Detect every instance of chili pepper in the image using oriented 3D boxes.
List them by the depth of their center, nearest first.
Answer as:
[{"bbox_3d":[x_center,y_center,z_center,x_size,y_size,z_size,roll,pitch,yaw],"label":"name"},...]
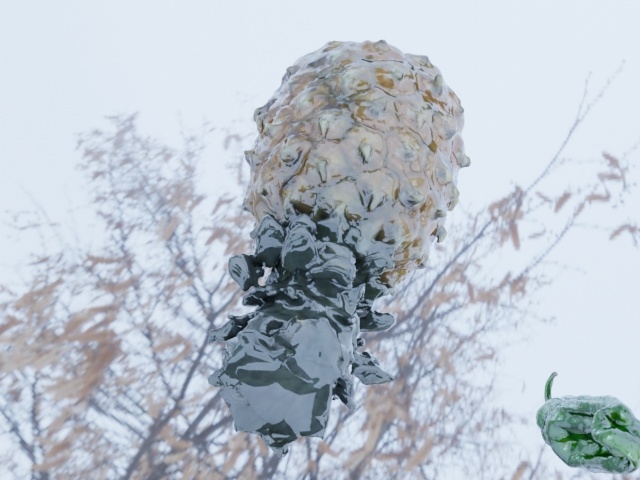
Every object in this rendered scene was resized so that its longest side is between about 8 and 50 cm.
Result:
[{"bbox_3d":[0.289,0.201,1.162,0.074,0.257,0.100,-36,-90,-11],"label":"chili pepper"}]

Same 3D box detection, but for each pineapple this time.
[{"bbox_3d":[0.000,0.000,0.690,0.158,0.278,0.158,13,-42,12],"label":"pineapple"}]
